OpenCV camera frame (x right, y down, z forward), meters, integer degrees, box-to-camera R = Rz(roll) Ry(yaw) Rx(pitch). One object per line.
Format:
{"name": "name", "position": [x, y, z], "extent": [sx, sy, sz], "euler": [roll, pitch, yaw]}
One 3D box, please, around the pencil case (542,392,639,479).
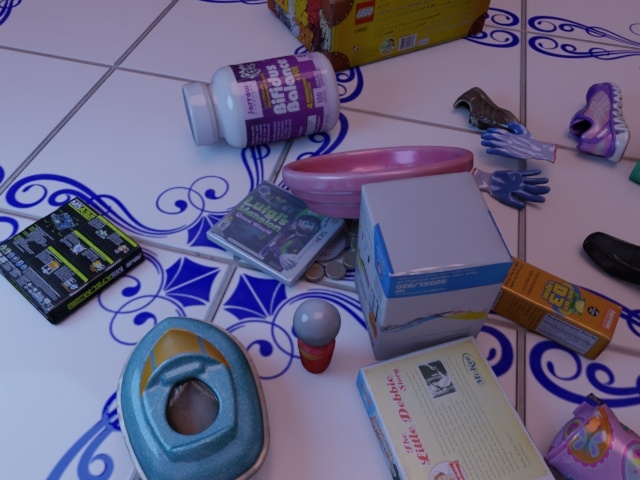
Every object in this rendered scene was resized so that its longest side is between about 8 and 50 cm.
{"name": "pencil case", "position": [0.420, 0.328, 0.647], "extent": [0.124, 0.124, 0.284], "euler": [-32, 57, -25]}

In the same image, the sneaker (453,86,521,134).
{"name": "sneaker", "position": [0.376, -0.270, 1.195], "extent": [0.071, 0.066, 0.188], "euler": [-32, 53, -2]}

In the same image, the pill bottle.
{"name": "pill bottle", "position": [-0.125, -0.287, 1.107], "extent": [0.301, 0.169, 0.169], "euler": [-15, 52, -14]}

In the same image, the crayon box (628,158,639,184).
{"name": "crayon box", "position": [0.733, -0.242, 1.033], "extent": [0.081, 0.278, 0.165], "euler": [37, 58, 26]}

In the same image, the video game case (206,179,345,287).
{"name": "video game case", "position": [-0.079, -0.021, 0.964], "extent": [0.190, 0.022, 0.173], "euler": [28, 55, 21]}

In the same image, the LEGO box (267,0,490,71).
{"name": "LEGO box", "position": [0.155, -0.683, 1.434], "extent": [0.500, 0.193, 0.372], "euler": [-22, 54, -19]}

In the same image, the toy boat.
{"name": "toy boat", "position": [-0.118, 0.181, 0.727], "extent": [0.318, 0.148, 0.267], "euler": [-21, 54, -19]}

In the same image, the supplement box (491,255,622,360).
{"name": "supplement box", "position": [0.354, 0.097, 0.865], "extent": [0.233, 0.080, 0.078], "euler": [28, 56, 17]}

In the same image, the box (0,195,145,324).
{"name": "box", "position": [-0.437, 0.027, 0.913], "extent": [0.190, 0.045, 0.184], "euler": [32, 54, 23]}

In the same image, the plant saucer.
{"name": "plant saucer", "position": [0.100, -0.107, 0.939], "extent": [0.332, 0.084, 0.332], "euler": [-5, 15, 1]}

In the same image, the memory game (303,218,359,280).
{"name": "memory game", "position": [0.000, 0.000, 0.973], "extent": [0.186, 0.012, 0.186], "euler": [1, 50, -2]}

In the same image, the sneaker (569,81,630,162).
{"name": "sneaker", "position": [0.609, -0.273, 1.181], "extent": [0.104, 0.095, 0.236], "euler": [5, 51, 12]}

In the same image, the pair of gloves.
{"name": "pair of gloves", "position": [0.396, -0.159, 1.084], "extent": [0.159, 0.023, 0.198], "euler": [16, 69, 16]}

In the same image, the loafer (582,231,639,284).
{"name": "loafer", "position": [0.572, 0.043, 0.917], "extent": [0.223, 0.078, 0.076], "euler": [34, 56, 23]}

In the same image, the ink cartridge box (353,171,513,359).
{"name": "ink cartridge box", "position": [0.151, 0.044, 0.799], "extent": [0.168, 0.233, 0.171], "euler": [-8, 51, -6]}

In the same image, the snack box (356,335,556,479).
{"name": "snack box", "position": [0.190, 0.295, 0.702], "extent": [0.187, 0.060, 0.322], "euler": [-12, 52, -13]}
